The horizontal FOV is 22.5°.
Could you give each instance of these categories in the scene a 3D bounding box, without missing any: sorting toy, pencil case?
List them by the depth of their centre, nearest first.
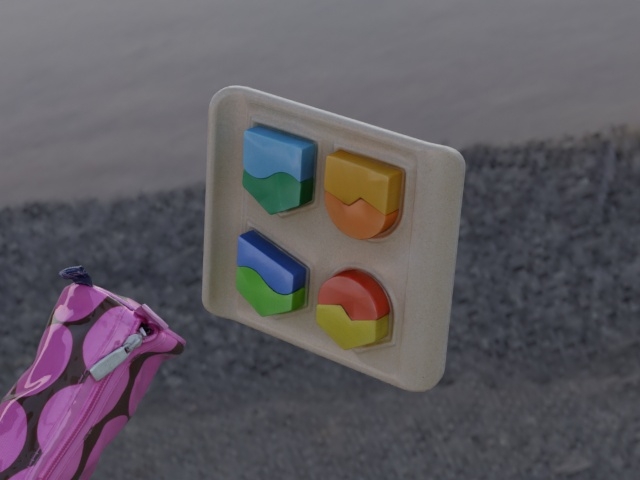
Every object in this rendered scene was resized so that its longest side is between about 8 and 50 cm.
[{"bbox_3d":[-0.163,0.125,0.947,0.098,0.095,0.209,4,62,57],"label":"pencil case"},{"bbox_3d":[0.000,0.000,1.182,0.208,0.193,0.038,17,27,28],"label":"sorting toy"}]
